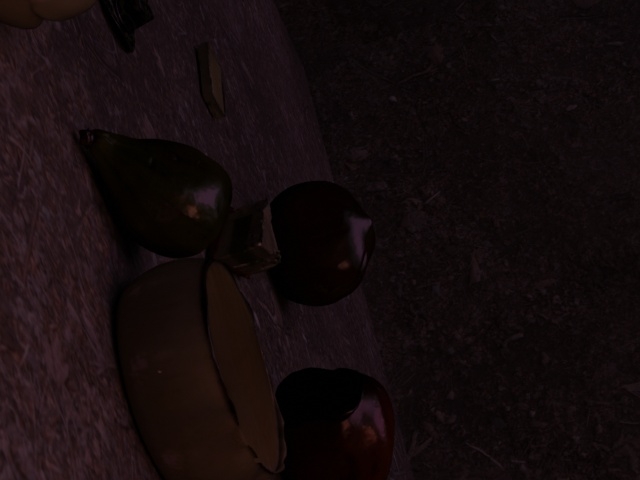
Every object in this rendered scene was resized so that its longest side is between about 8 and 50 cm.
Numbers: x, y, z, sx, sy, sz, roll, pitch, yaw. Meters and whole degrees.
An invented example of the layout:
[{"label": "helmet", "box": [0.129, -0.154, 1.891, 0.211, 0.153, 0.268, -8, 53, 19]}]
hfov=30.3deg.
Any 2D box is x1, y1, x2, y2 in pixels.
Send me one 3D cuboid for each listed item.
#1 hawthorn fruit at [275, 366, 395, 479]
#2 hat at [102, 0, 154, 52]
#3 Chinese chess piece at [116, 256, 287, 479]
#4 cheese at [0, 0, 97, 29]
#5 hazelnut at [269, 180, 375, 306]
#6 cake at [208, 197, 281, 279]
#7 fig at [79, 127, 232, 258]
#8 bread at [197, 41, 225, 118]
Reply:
[{"label": "hawthorn fruit", "box": [0.024, 0.307, 1.721, 0.189, 0.189, 0.251, -29, 109, -83]}, {"label": "hat", "box": [-0.257, -0.312, 1.604, 0.121, 0.050, 0.121, -17, 90, -81]}, {"label": "Chinese chess piece", "box": [-0.122, 0.144, 1.246, 0.257, 0.104, 0.257, -19, 90, -83]}, {"label": "cheese", "box": [-0.288, -0.323, 1.075, 0.233, 0.127, 0.266, -6, 76, -80]}, {"label": "hazelnut", "box": [0.000, 0.000, 2.183, 0.229, 0.229, 0.230, -18, 90, -83]}, {"label": "cake", "box": [-0.118, -0.017, 1.778, 0.220, 0.086, 0.117, 42, 31, -77]}, {"label": "fig", "box": [-0.192, -0.058, 1.312, 0.126, 0.184, 0.133, -49, -159, 55]}, {"label": "bread", "box": [-0.196, -0.288, 2.127, 0.068, 0.028, 0.154, 65, 11, -46]}]
